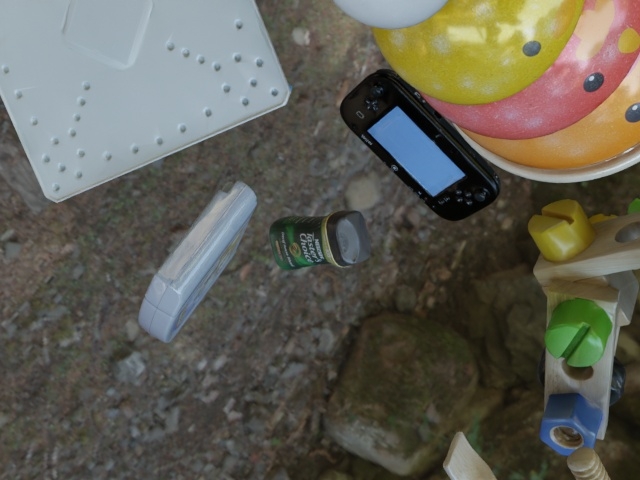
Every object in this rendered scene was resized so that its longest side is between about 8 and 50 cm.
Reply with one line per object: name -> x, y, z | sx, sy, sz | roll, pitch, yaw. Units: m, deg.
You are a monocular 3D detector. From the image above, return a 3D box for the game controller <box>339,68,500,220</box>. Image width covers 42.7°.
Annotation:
game controller -> 0.178, -0.166, 1.480 | 0.166, 0.319, 0.067 | -38, -168, 46

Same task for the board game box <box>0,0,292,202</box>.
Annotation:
board game box -> -0.275, -0.297, 1.097 | 0.390, 0.390, 0.050 | 68, 18, -6

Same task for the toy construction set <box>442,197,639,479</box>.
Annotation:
toy construction set -> 0.184, 0.034, 0.457 | 0.309, 0.257, 0.237 | -43, 118, -18

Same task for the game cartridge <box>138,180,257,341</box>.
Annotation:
game cartridge -> -0.180, 0.046, 1.155 | 0.198, 0.062, 0.297 | -60, -178, -22

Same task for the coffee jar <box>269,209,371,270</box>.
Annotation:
coffee jar -> 0.000, 0.000, 1.403 | 0.079, 0.184, 0.096 | -22, 101, -44

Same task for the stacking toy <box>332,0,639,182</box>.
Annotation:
stacking toy -> 0.158, -0.225, 0.785 | 0.480, 0.350, 0.351 | -8, 118, -51
